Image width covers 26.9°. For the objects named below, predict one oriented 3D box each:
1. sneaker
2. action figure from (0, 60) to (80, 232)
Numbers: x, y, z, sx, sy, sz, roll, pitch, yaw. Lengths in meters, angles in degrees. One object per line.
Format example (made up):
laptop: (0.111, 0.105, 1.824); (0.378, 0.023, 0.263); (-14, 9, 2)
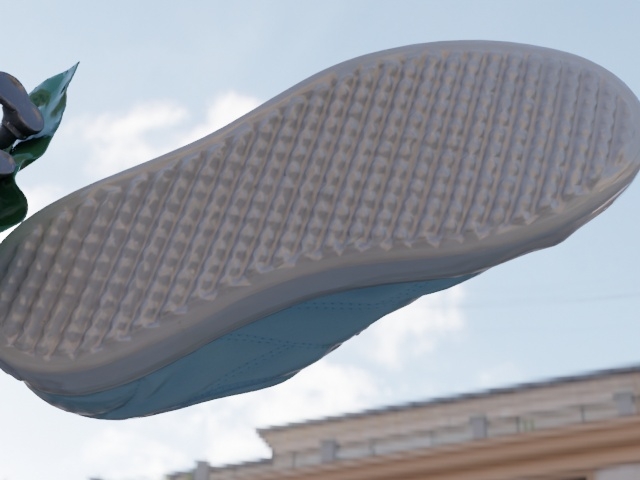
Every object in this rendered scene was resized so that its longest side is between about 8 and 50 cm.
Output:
sneaker: (0.000, 0.000, 0.748); (0.366, 0.135, 0.150); (-17, -23, -3)
action figure: (-0.228, -0.009, 0.741); (0.063, 0.137, 0.232); (42, -46, -18)
